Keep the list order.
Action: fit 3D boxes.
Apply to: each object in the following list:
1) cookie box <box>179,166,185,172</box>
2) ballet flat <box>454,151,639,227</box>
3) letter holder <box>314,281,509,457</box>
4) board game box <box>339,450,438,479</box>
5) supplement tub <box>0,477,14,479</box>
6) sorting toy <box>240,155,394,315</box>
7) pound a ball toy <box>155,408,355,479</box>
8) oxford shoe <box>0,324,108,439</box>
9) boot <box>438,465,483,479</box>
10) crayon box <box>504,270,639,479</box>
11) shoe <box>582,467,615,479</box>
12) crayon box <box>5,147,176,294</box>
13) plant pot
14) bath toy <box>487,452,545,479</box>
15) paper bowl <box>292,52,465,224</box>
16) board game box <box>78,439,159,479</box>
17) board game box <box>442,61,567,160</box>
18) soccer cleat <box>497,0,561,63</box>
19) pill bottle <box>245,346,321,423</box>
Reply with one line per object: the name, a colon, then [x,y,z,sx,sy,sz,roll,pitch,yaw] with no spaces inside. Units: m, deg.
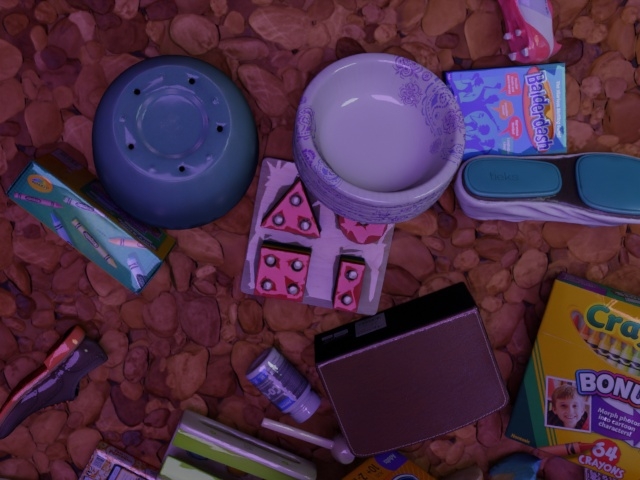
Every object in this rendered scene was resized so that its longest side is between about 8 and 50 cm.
cookie box: [-0.242,-0.111,1.738,0.107,0.040,0.092,0,101,-1]
ballet flat: [0.433,-0.081,1.710,0.400,0.139,0.139,3,102,1]
letter holder: [0.165,0.240,1.763,0.301,0.152,0.214,-20,104,4]
board game box: [0.110,0.642,1.662,0.356,0.356,0.357,33,111,20]
supplement tub: [-0.634,0.634,1.801,0.235,0.235,0.325,11,102,-2]
sorting toy: [0.000,0.000,1.738,0.257,0.089,0.256,10,102,-2]
pound a ball toy: [-0.117,0.400,1.806,0.319,0.136,0.208,23,96,-4]
oxford shoe: [-0.510,0.285,1.799,0.098,0.097,0.271,42,99,-14]
boot: [0.262,0.586,1.862,0.211,0.104,0.295,44,108,-6]
crayon box: [0.552,0.262,1.728,0.362,0.106,0.313,19,106,17]
shoe: [0.532,0.394,1.849,0.076,0.058,0.219,3,99,20]
crayon box: [-0.392,-0.037,1.690,0.278,0.165,0.081,39,99,-8]
plant pot: [-0.239,-0.170,1.588,0.293,0.235,0.293,0,87,-7]
bath toy: [0.433,0.578,1.831,0.151,0.129,0.348,-33,104,-18]
paper bowl: [0.092,-0.161,1.637,0.284,0.148,0.284,3,67,-7]
board game box: [-0.376,0.495,1.868,0.193,0.045,0.147,29,100,-6]
board game box: [0.326,-0.228,1.711,0.210,0.047,0.160,-5,102,0]
soccer cleat: [0.348,-0.427,1.662,0.095,0.083,0.248,-18,98,-27]
pill bottle: [-0.068,0.272,1.804,0.078,0.078,0.137,-44,99,8]
